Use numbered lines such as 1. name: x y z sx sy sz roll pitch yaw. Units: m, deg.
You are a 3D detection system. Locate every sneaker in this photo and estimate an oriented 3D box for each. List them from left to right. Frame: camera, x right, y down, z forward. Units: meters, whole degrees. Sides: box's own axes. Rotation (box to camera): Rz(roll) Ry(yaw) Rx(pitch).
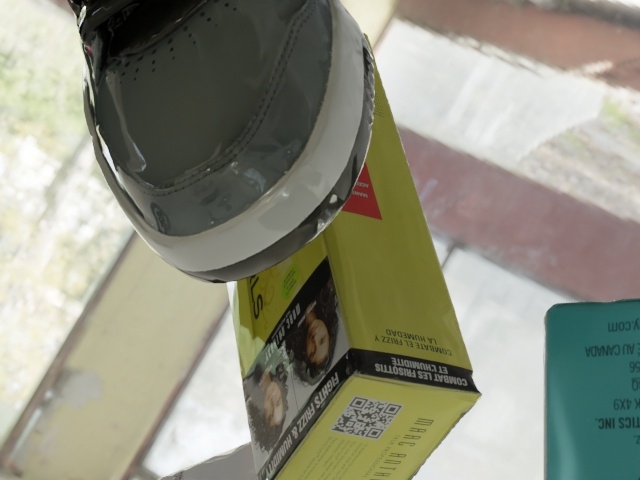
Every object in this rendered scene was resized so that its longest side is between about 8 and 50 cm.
1. sneaker: -0.077 -0.137 0.443 0.178 0.123 0.296 45 -160 -44

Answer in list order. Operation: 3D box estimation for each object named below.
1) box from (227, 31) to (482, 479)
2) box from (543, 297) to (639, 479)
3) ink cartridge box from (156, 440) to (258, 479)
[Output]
1. box: 0.000 0.000 0.575 0.058 0.087 0.232 14 -140 -24
2. box: 0.092 0.142 0.301 0.060 0.244 0.100 -6 157 24
3. ink cartridge box: -0.037 0.256 0.882 0.148 0.085 0.203 -138 26 -79
